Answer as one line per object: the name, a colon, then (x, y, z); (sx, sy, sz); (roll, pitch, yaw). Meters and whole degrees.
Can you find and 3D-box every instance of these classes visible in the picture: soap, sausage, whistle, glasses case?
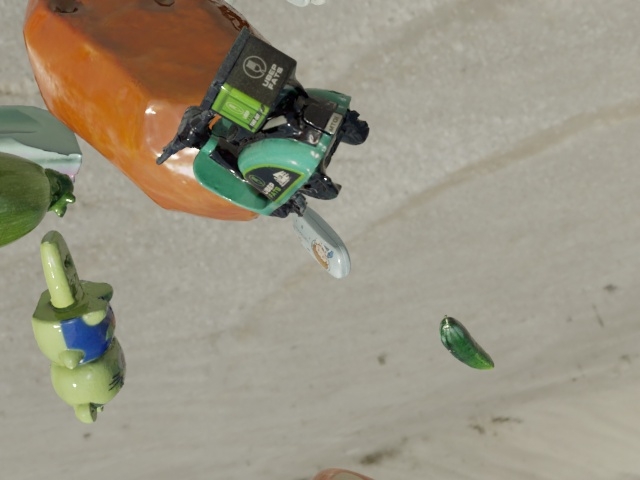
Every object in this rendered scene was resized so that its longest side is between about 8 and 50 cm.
soap: (-0.582, -0.136, 1.780); (0.324, 0.109, 0.193); (-6, 144, -34)
sausage: (-0.119, -0.123, 0.806); (0.153, 0.268, 0.141); (-39, 155, -21)
whistle: (-0.263, 0.094, 1.132); (0.085, 0.227, 0.105); (-6, -153, 3)
glasses case: (0.000, 0.000, 1.816); (0.045, 0.178, 0.067); (-22, 131, -20)

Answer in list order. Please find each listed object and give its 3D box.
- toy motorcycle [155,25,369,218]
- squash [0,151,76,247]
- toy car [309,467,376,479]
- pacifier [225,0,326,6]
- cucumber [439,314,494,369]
toy motorcycle: (-0.035, -0.056, 0.613); (0.058, 0.100, 0.173); (-63, -171, -19)
squash: (-0.379, -0.024, 0.882); (0.395, 0.107, 0.107); (-7, 161, -48)
toy car: (0.051, 0.439, 1.504); (0.212, 0.271, 0.180); (-57, 171, -58)
pacifier: (-0.109, -0.434, 1.644); (0.207, 0.227, 0.279); (-40, 167, -8)
cucumber: (0.188, 0.138, 1.381); (0.039, 0.039, 0.168); (-25, 142, 18)
